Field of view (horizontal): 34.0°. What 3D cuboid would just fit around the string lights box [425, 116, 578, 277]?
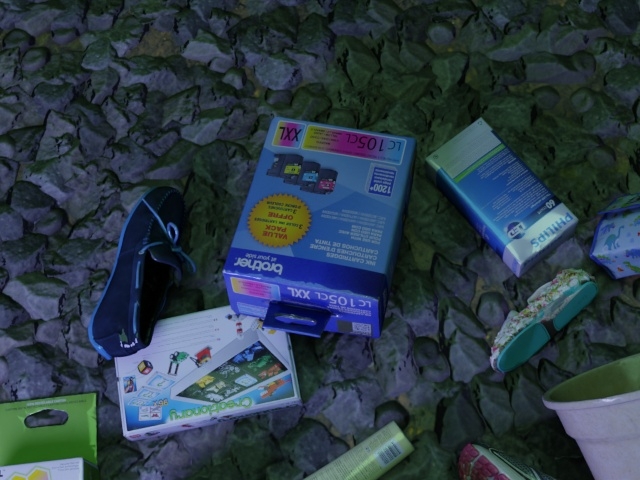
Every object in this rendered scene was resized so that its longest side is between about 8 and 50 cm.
[{"bbox_3d":[0.317,-0.078,1.854,0.133,0.077,0.260,-36,70,-8],"label":"string lights box"}]

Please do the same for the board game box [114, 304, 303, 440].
[{"bbox_3d":[-0.196,0.218,1.803,0.305,0.053,0.193,-12,67,1],"label":"board game box"}]

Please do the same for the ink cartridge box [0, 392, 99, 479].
[{"bbox_3d":[-0.473,0.380,1.746,0.188,0.097,0.255,-7,69,3],"label":"ink cartridge box"}]

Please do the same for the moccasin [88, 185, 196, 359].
[{"bbox_3d":[-0.283,0.057,1.817,0.116,0.138,0.342,-5,57,29],"label":"moccasin"}]

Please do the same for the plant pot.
[{"bbox_3d":[0.529,0.325,1.511,0.333,0.334,0.305,-18,88,-1],"label":"plant pot"}]

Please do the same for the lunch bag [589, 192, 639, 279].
[{"bbox_3d":[0.542,-0.024,1.779,0.096,0.129,0.151,41,57,-26],"label":"lunch bag"}]

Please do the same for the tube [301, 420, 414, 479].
[{"bbox_3d":[0.041,0.387,1.716,0.240,0.062,0.070,-36,26,-3],"label":"tube"}]

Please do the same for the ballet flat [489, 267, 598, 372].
[{"bbox_3d":[0.367,0.132,1.777,0.241,0.091,0.077,-36,39,-13],"label":"ballet flat"}]

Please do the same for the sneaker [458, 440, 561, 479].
[{"bbox_3d":[0.352,0.413,1.652,0.299,0.121,0.112,32,46,17],"label":"sneaker"}]

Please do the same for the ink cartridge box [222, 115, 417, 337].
[{"bbox_3d":[0.000,0.000,1.784,0.270,0.151,0.395,9,61,9],"label":"ink cartridge box"}]
